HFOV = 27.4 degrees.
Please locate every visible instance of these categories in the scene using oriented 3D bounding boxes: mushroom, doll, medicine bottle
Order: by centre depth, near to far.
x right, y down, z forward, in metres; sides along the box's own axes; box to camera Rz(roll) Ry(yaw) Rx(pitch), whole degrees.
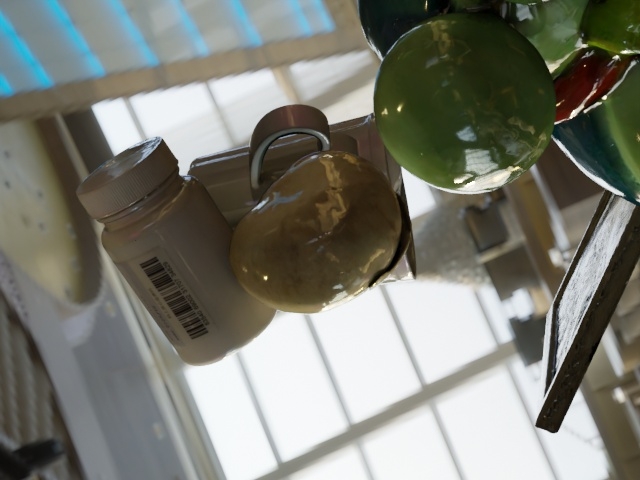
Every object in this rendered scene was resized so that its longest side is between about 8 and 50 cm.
[{"bbox_3d":[0.153,-0.111,0.564,0.322,0.198,0.186,10,-149,-34],"label":"doll"},{"bbox_3d":[0.000,0.000,1.097,0.122,0.154,0.154,57,-170,-41],"label":"mushroom"},{"bbox_3d":[-0.124,0.010,1.144,0.187,0.102,0.103,57,-172,-19],"label":"medicine bottle"}]

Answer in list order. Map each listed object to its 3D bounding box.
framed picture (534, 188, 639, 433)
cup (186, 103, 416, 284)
[{"bbox_3d":[0.189,-0.007,0.836,0.019,0.209,0.281,23,-168,6],"label":"framed picture"},{"bbox_3d":[-0.023,-0.049,1.266,0.167,0.202,0.221,-85,-17,-62],"label":"cup"}]
